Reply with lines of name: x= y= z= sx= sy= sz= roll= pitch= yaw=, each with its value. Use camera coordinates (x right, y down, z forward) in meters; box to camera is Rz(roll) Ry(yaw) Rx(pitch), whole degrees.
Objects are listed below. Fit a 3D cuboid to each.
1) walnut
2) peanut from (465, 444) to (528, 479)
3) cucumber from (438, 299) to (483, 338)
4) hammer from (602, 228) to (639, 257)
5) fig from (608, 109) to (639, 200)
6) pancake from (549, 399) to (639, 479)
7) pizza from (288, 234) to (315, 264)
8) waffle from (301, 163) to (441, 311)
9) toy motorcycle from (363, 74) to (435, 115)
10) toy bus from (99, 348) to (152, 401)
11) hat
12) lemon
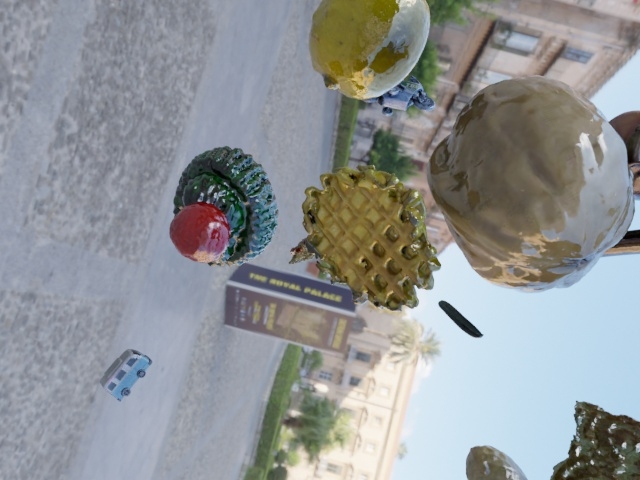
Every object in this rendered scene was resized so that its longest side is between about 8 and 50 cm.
walnut: x=0.368 y=-0.095 z=1.036 sx=0.381 sy=0.380 sz=0.382 roll=15 pitch=90 yaw=-89
peanut: x=0.410 y=0.554 z=1.237 sx=0.120 sy=0.298 sz=0.136 roll=-39 pitch=-170 yaw=-5
cucumber: x=0.374 y=0.213 z=1.581 sx=0.184 sy=0.036 sz=0.033 roll=48 pitch=-43 yaw=51
hammer: x=0.658 y=0.010 z=1.231 sx=0.242 sy=0.408 sz=0.095 roll=54 pitch=42 yaw=-34
fig: x=0.658 y=-0.181 z=1.196 sx=0.205 sy=0.205 sz=0.205 roll=15 pitch=90 yaw=-89
pancake: x=0.499 y=0.441 z=0.938 sx=0.426 sy=0.304 sz=0.067 roll=-38 pitch=139 yaw=-35
pizza: x=0.000 y=0.000 z=1.444 sx=0.188 sy=0.198 sz=0.062 roll=8 pitch=-58 yaw=62
waffle: x=0.078 y=-0.001 z=1.028 sx=0.060 sy=0.280 sz=0.263 roll=-20 pitch=108 yaw=-50
toy motorcycle: x=0.231 y=-0.460 z=1.805 sx=0.092 sy=0.254 sz=0.136 roll=99 pitch=1 yaw=-50
toy bus: x=-0.491 y=0.331 z=1.466 sx=0.123 sy=0.075 sz=0.060 roll=-52 pitch=-149 yaw=-15
hat: x=-0.239 y=-0.043 z=1.272 sx=0.332 sy=0.242 sz=0.274 roll=-62 pitch=138 yaw=-64
lemon: x=0.106 y=-0.454 z=1.275 sx=0.260 sy=0.260 sz=0.284 roll=34 pitch=69 yaw=-89
